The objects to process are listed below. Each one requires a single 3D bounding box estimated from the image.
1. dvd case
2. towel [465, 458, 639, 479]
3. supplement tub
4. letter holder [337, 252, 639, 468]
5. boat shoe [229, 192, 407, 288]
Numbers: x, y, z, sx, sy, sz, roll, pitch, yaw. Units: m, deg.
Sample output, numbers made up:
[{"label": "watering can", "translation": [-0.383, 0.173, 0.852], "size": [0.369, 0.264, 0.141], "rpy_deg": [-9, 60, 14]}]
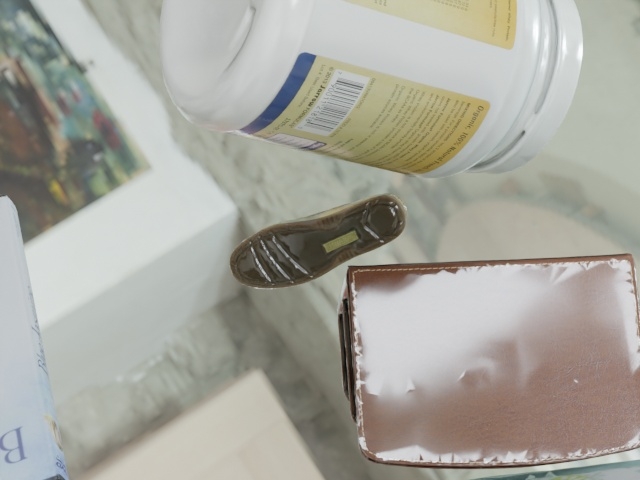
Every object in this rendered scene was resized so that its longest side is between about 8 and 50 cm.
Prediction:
[{"label": "dvd case", "translation": [-0.262, 0.092, 0.911], "size": [0.022, 0.180, 0.253], "rpy_deg": [67, 1, -48]}, {"label": "towel", "translation": [0.241, 0.298, 1.337], "size": [0.320, 0.375, 0.090], "rpy_deg": [-35, 114, -71]}, {"label": "supplement tub", "translation": [0.045, -0.178, 1.241], "size": [0.228, 0.316, 0.228], "rpy_deg": [-24, -119, 53]}, {"label": "letter holder", "translation": [0.178, 0.142, 1.518], "size": [0.152, 0.302, 0.214], "rpy_deg": [102, -15, -73]}, {"label": "boat shoe", "translation": [0.000, 0.000, 1.485], "size": [0.072, 0.190, 0.068], "rpy_deg": [-71, 145, -76]}]
